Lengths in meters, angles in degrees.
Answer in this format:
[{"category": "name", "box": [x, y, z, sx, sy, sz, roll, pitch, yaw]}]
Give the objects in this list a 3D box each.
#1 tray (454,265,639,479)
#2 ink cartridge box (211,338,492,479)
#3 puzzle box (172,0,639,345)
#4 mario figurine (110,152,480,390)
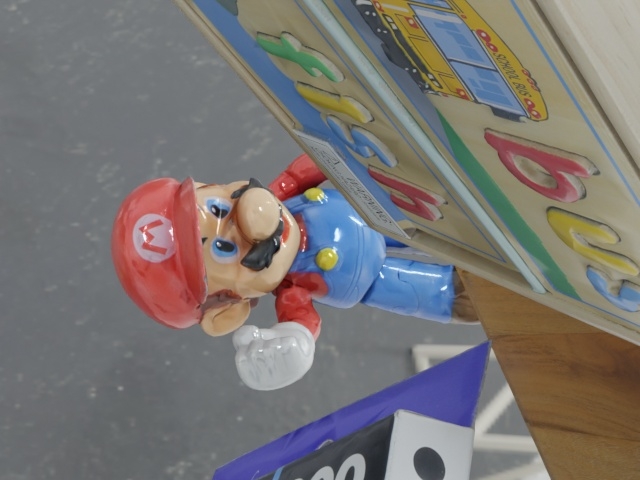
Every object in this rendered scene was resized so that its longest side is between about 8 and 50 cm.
[{"category": "tray", "box": [0.212, 0.069, 0.653, 0.076, 0.411, 0.203, -25, 92, -17]}, {"category": "ink cartridge box", "box": [-0.027, 0.147, 0.488, 0.045, 0.206, 0.208, 35, 46, -22]}, {"category": "puzzle box", "box": [0.015, -0.099, 0.442, 0.052, 0.272, 0.409, -52, 129, -11]}, {"category": "mario figurine", "box": [0.000, 0.000, 0.919, 0.320, 0.198, 0.170, 0, 118, -29]}]
